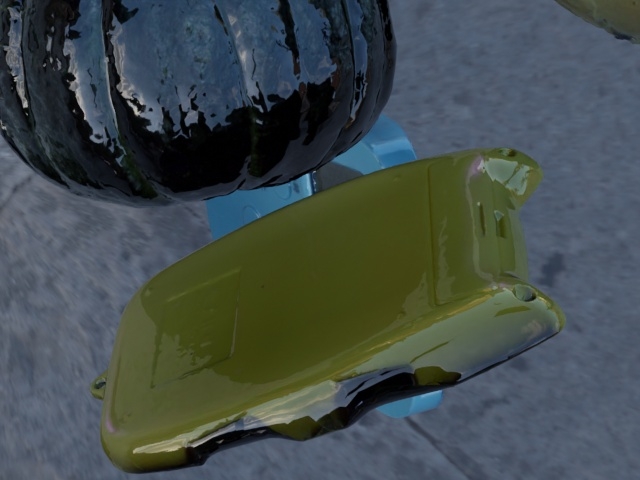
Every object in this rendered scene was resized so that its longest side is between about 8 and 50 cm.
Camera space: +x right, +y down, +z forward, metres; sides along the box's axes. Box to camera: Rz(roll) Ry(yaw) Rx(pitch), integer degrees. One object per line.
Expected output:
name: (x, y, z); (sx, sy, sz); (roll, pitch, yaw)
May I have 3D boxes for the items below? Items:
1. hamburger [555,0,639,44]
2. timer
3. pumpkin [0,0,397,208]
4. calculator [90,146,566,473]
hamburger: (0.214, -0.233, 0.774); (0.277, 0.195, 0.318); (-14, 104, 19)
timer: (0.000, 0.000, 1.177); (0.091, 0.250, 0.231); (-17, 116, -21)
pumpkin: (-0.072, -0.101, 0.818); (0.221, 0.220, 0.161); (-16, 104, -12)
calculator: (-0.007, 0.031, 0.713); (0.237, 0.157, 0.033); (-21, 125, 16)
